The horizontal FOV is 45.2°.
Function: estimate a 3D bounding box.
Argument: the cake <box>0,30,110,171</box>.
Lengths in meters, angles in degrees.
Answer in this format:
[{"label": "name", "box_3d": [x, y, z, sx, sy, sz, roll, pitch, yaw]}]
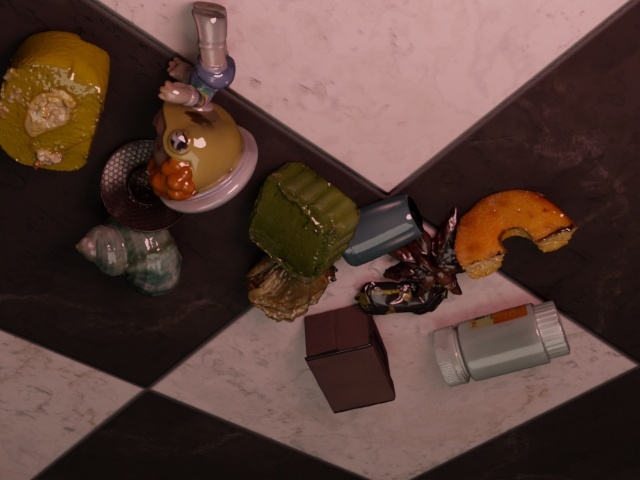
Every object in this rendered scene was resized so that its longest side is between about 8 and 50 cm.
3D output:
[{"label": "cake", "box_3d": [-0.494, -0.257, 1.412, 0.179, 0.156, 0.260, 11, 134, -21]}]

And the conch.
[{"label": "conch", "box_3d": [-0.407, 0.026, 1.703, 0.220, 0.195, 0.277, -4, 172, 45]}]

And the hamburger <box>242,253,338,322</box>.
[{"label": "hamburger", "box_3d": [-0.078, 0.081, 1.800, 0.206, 0.130, 0.183, -42, 131, 17]}]

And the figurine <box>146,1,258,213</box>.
[{"label": "figurine", "box_3d": [-0.204, -0.224, 1.392, 0.205, 0.224, 0.382, 5, 136, -11]}]

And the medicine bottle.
[{"label": "medicine bottle", "box_3d": [0.460, 0.260, 1.952, 0.318, 0.158, 0.158, -18, 134, 18]}]

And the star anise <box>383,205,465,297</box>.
[{"label": "star anise", "box_3d": [0.267, 0.048, 1.755, 0.272, 0.102, 0.272, 1, 125, 1]}]

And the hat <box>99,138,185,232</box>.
[{"label": "hat", "box_3d": [-0.360, -0.115, 1.612, 0.193, 0.082, 0.193, -1, 96, -8]}]

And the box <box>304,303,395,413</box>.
[{"label": "box", "box_3d": [0.075, 0.306, 2.000, 0.188, 0.153, 0.252, -15, 134, 13]}]

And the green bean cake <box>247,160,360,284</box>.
[{"label": "green bean cake", "box_3d": [-0.041, -0.036, 1.611, 0.214, 0.113, 0.200, 37, 130, 12]}]

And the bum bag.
[{"label": "bum bag", "box_3d": [0.198, 0.143, 1.896, 0.232, 0.060, 0.107, 0, 127, -4]}]

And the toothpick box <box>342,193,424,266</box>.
[{"label": "toothpick box", "box_3d": [0.129, -0.027, 1.678, 0.184, 0.120, 0.120, -23, 132, 18]}]

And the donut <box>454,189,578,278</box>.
[{"label": "donut", "box_3d": [0.406, -0.027, 1.666, 0.259, 0.152, 0.101, -20, 148, 6]}]
